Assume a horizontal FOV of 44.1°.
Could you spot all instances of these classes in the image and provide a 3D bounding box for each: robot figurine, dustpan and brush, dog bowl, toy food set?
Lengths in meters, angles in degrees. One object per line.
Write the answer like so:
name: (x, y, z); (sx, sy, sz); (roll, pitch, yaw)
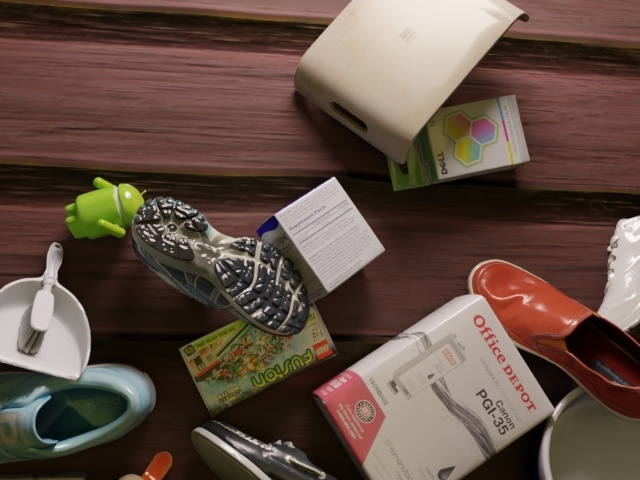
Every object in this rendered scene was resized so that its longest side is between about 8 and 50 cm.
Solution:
robot figurine: (-0.305, -0.042, 1.134); (0.115, 0.067, 0.101); (-16, 47, -2)
dustpan and brush: (-0.378, 0.081, 1.077); (0.147, 0.211, 0.060); (21, 118, -23)
dog bowl: (0.443, 0.338, 1.149); (0.265, 0.104, 0.265); (0, 62, 0)
toy food set: (0.138, -0.290, 1.211); (0.220, 0.092, 0.306); (38, 84, 17)

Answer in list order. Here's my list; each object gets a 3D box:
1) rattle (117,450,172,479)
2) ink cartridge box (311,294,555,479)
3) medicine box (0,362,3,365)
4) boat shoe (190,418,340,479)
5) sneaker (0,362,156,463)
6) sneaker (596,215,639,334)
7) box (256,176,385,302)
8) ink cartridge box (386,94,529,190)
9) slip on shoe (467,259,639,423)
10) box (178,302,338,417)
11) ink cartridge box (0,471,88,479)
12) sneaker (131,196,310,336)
rattle: (-0.282, 0.390, 1.078); (0.130, 0.199, 0.142); (32, 114, -8)
ink cartridge box: (0.161, 0.235, 1.155); (0.283, 0.117, 0.207); (-32, 89, -11)
medicine box: (-0.595, 0.082, 0.992); (0.263, 0.149, 0.289); (-19, 93, 8)
boat shoe: (-0.045, 0.342, 1.122); (0.302, 0.114, 0.091); (37, 56, 5)
sneaker: (-0.407, 0.234, 1.049); (0.366, 0.150, 0.135); (-15, 85, -10)
sneaker: (0.502, 0.042, 1.252); (0.129, 0.111, 0.297); (36, 78, 17)
box: (0.000, 0.000, 1.160); (0.126, 0.072, 0.137); (-34, 90, -33)
ink cartridge box: (0.209, -0.151, 1.233); (0.209, 0.062, 0.109); (-11, 86, -10)
slip on shoe: (0.358, 0.128, 1.157); (0.123, 0.101, 0.331); (-38, 60, -21)
box: (-0.091, 0.162, 1.165); (0.207, 0.036, 0.114); (-26, 89, -11)
ink cartridge box: (-0.385, 0.368, 1.088); (0.122, 0.052, 0.088); (2, 84, -8)
sneaker: (-0.143, 0.046, 1.131); (0.283, 0.122, 0.110); (35, 58, -4)
